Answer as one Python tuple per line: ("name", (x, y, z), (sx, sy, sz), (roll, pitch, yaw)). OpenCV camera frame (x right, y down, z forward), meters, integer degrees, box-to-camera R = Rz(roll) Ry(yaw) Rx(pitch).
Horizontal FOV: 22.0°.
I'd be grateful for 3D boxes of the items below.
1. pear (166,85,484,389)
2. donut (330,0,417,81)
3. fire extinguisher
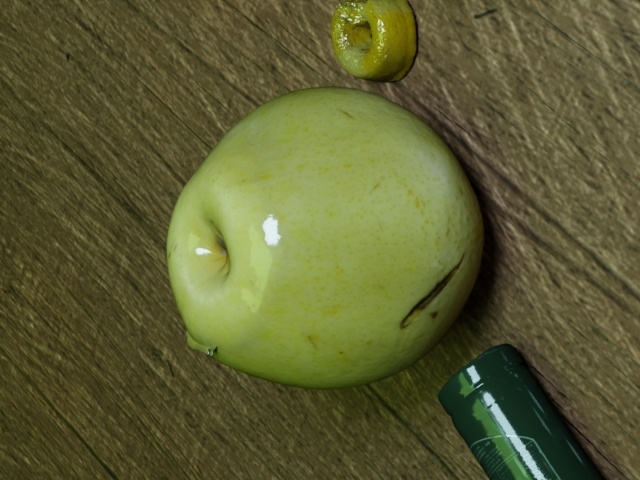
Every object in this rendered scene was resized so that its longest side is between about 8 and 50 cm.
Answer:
("pear", (0.000, 0.000, 1.636), (0.309, 0.309, 0.309), (19, 115, 45))
("donut", (0.052, -0.208, 1.700), (0.108, 0.043, 0.097), (-10, 93, 54))
("fire extinguisher", (0.233, 0.255, 1.599), (0.311, 0.095, 0.114), (56, 162, 22))
